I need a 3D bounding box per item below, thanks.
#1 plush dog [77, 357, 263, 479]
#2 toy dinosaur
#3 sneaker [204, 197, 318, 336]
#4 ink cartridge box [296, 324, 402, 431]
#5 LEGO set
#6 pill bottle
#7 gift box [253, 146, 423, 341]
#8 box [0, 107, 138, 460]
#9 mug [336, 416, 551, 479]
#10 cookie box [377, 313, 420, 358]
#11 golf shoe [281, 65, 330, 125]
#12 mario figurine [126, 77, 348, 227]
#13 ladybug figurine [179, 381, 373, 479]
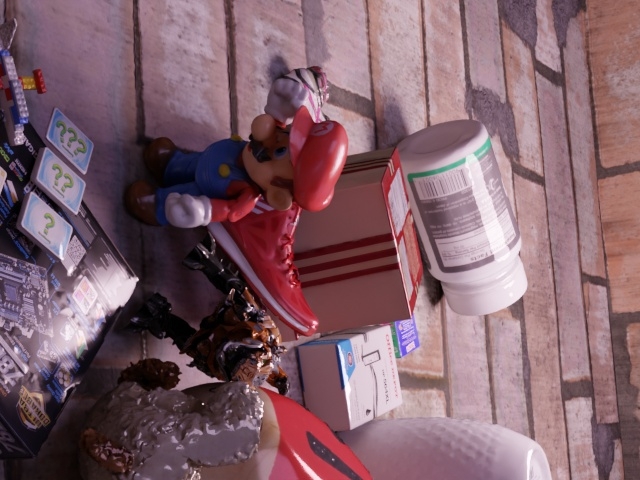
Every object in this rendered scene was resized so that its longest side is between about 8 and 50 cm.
[{"bbox_3d":[-0.221,0.255,1.395,0.210,0.225,0.262,26,83,-27],"label":"plush dog"},{"bbox_3d":[-0.129,0.128,1.571,0.218,0.322,0.164,41,71,-4],"label":"toy dinosaur"},{"bbox_3d":[-0.050,0.019,1.637,0.221,0.128,0.087,49,1,-3],"label":"sneaker"},{"bbox_3d":[0.052,0.231,2.004,0.203,0.086,0.148,-12,93,-60],"label":"ink cartridge box"},{"bbox_3d":[-0.331,-0.118,1.308,0.244,0.060,0.182,49,37,-42],"label":"LEGO set"},{"bbox_3d":[0.286,-0.043,2.371,0.204,0.204,0.361,-53,128,-52],"label":"pill bottle"},{"bbox_3d":[0.000,0.000,1.789,0.276,0.258,0.255,-50,128,-72],"label":"gift box"},{"bbox_3d":[-0.357,0.045,1.340,0.295,0.073,0.293,61,36,-33],"label":"box"},{"bbox_3d":[0.187,0.429,1.907,0.374,0.328,0.276,-2,85,-67],"label":"mug"},{"bbox_3d":[0.145,0.163,2.232,0.092,0.040,0.107,-19,99,-61],"label":"cookie box"},{"bbox_3d":[-0.024,-0.202,2.018,0.086,0.067,0.186,-16,98,-34],"label":"golf shoe"},{"bbox_3d":[-0.114,-0.117,1.557,0.170,0.320,0.198,7,76,-61],"label":"mario figurine"},{"bbox_3d":[-0.047,0.341,1.626,0.449,0.162,0.305,43,18,-41],"label":"ladybug figurine"}]
